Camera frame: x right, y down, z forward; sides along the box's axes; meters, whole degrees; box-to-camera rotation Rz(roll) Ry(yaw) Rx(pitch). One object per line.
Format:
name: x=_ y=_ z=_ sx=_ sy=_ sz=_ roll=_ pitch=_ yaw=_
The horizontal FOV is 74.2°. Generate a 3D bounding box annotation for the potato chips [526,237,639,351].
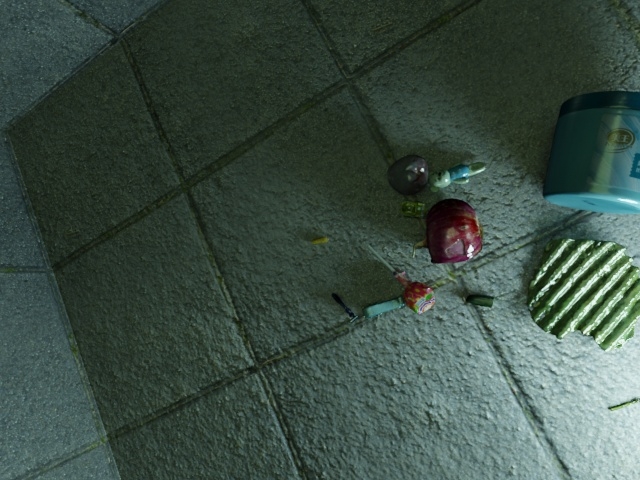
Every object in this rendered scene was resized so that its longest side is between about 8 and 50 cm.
potato chips: x=0.974 y=0.185 z=1.546 sx=0.374 sy=0.097 sz=0.388 roll=14 pitch=92 yaw=18

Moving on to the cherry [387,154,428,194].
cherry: x=0.365 y=-0.268 z=1.762 sx=0.176 sy=0.140 sz=0.175 roll=-19 pitch=65 yaw=49

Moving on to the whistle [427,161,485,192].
whistle: x=0.550 y=-0.271 z=1.732 sx=0.236 sy=0.077 sz=0.113 roll=-16 pitch=57 yaw=15

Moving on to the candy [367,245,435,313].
candy: x=0.323 y=0.150 z=1.771 sx=0.365 sy=0.124 sz=0.124 roll=45 pitch=101 yaw=23

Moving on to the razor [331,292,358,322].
razor: x=0.103 y=0.293 z=1.869 sx=0.044 sy=0.028 sz=0.154 roll=-44 pitch=75 yaw=3

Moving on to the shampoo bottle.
shampoo bottle: x=0.971 y=-0.286 z=1.455 sx=0.332 sy=0.331 sz=0.342 roll=13 pitch=92 yaw=19

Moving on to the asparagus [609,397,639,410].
asparagus: x=1.098 y=0.587 z=1.517 sx=0.115 sy=0.015 sz=0.014 roll=-29 pitch=76 yaw=16

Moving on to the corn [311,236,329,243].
corn: x=0.000 y=0.000 z=1.926 sx=0.084 sy=0.028 sz=0.027 roll=-10 pitch=67 yaw=22

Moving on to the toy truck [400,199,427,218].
toy truck: x=0.392 y=-0.132 z=1.774 sx=0.111 sy=0.077 sz=0.076 roll=7 pitch=89 yaw=19

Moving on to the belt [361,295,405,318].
belt: x=0.267 y=0.284 z=1.800 sx=0.180 sy=0.100 sz=0.065 roll=-17 pitch=80 yaw=2

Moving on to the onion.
onion: x=0.507 y=-0.045 z=1.647 sx=0.273 sy=0.256 sz=0.230 roll=-11 pitch=98 yaw=-4

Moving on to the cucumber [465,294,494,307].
cucumber: x=0.632 y=0.237 z=1.685 sx=0.105 sy=0.048 sz=0.047 roll=7 pitch=89 yaw=21
